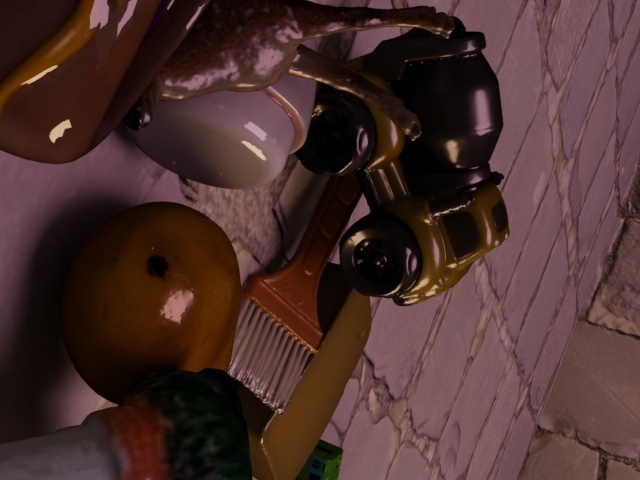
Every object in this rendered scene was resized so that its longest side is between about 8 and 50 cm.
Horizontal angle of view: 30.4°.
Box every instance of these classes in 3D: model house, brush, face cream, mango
[{"bbox_3d":[-0.185,0.210,0.644,0.291,0.184,0.253,-8,150,-33],"label":"model house"},{"bbox_3d":[-0.018,0.121,1.084,0.197,0.059,0.123,-58,158,-30],"label":"brush"},{"bbox_3d":[0.000,0.000,1.044,0.090,0.017,0.314,44,56,-28],"label":"brush"},{"bbox_3d":[-0.060,-0.097,0.737,0.117,0.117,0.104,62,41,-61],"label":"face cream"},{"bbox_3d":[-0.103,0.049,0.777,0.227,0.099,0.136,71,37,-69],"label":"mango"}]

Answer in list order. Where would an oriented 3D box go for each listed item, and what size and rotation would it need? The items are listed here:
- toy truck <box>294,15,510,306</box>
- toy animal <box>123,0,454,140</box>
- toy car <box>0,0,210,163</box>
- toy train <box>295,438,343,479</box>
[{"bbox_3d":[0.090,-0.065,0.997,0.147,0.165,0.224,-31,103,-60],"label":"toy truck"},{"bbox_3d":[-0.058,-0.131,0.654,0.087,0.260,0.243,118,-23,-54],"label":"toy animal"},{"bbox_3d":[-0.042,-0.163,0.435,0.340,0.240,0.271,-52,-171,26],"label":"toy car"},{"bbox_3d":[-0.016,0.319,1.262,0.044,0.042,0.209,-19,124,-63],"label":"toy train"}]
